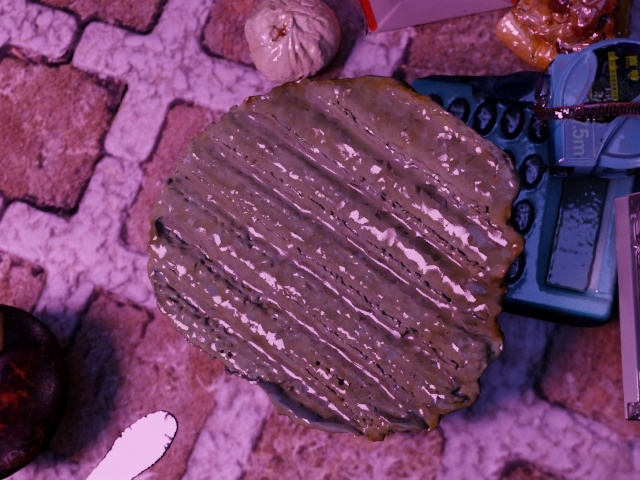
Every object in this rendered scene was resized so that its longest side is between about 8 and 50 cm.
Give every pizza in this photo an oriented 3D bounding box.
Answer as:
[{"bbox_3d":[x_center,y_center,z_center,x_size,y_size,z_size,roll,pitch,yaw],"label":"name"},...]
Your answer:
[{"bbox_3d":[0.278,-0.256,0.817,0.154,0.069,0.194,33,120,19],"label":"pizza"}]

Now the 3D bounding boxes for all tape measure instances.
[{"bbox_3d":[0.277,-0.124,0.760,0.146,0.081,0.125,1,81,8],"label":"tape measure"}]

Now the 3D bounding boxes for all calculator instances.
[{"bbox_3d":[0.191,-0.054,0.832,0.274,0.058,0.249,11,79,16],"label":"calculator"}]

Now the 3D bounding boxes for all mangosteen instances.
[{"bbox_3d":[-0.371,0.152,0.826,0.192,0.217,0.192,-5,73,17],"label":"mangosteen"}]

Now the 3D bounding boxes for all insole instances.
[{"bbox_3d":[-0.216,0.246,0.881,0.053,0.002,0.153,40,88,17],"label":"insole"}]

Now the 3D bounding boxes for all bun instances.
[{"bbox_3d":[-0.035,-0.238,0.917,0.115,0.069,0.115,-3,75,11],"label":"bun"}]

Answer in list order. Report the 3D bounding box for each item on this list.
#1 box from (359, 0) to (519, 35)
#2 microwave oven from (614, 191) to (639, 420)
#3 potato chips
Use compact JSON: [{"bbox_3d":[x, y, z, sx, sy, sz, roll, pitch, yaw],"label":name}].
[{"bbox_3d":[0.121,-0.309,0.865,0.182,0.133,0.099,-8,73,12],"label":"box"},{"bbox_3d":[0.355,0.056,0.705,0.162,0.122,0.208,-14,70,52],"label":"microwave oven"},{"bbox_3d":[0.000,0.000,0.820,0.429,0.070,0.359,34,104,27],"label":"potato chips"}]
